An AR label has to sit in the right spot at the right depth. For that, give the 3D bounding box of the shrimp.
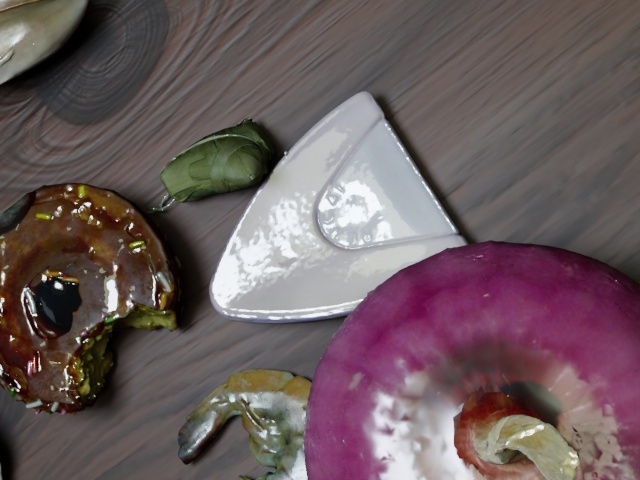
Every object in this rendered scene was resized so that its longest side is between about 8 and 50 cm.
[{"bbox_3d":[-0.094,0.260,1.354,0.169,0.058,0.296,36,92,22],"label":"shrimp"}]

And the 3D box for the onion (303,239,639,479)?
[{"bbox_3d":[0.156,0.158,1.167,0.358,0.345,0.358,-11,49,12],"label":"onion"}]

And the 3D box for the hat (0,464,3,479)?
[{"bbox_3d":[-0.469,0.276,1.393,0.258,0.168,0.301,42,97,14],"label":"hat"}]

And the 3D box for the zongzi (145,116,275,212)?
[{"bbox_3d":[-0.123,-0.056,1.347,0.154,0.130,0.062,-23,112,13],"label":"zongzi"}]

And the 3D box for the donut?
[{"bbox_3d":[-0.249,0.056,1.387,0.216,0.096,0.230,33,95,18],"label":"donut"}]

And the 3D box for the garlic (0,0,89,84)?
[{"bbox_3d":[-0.365,-0.273,1.384,0.237,0.210,0.292,42,86,20],"label":"garlic"}]

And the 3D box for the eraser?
[{"bbox_3d":[0.000,0.000,1.341,0.243,0.059,0.204,-32,79,7],"label":"eraser"}]
